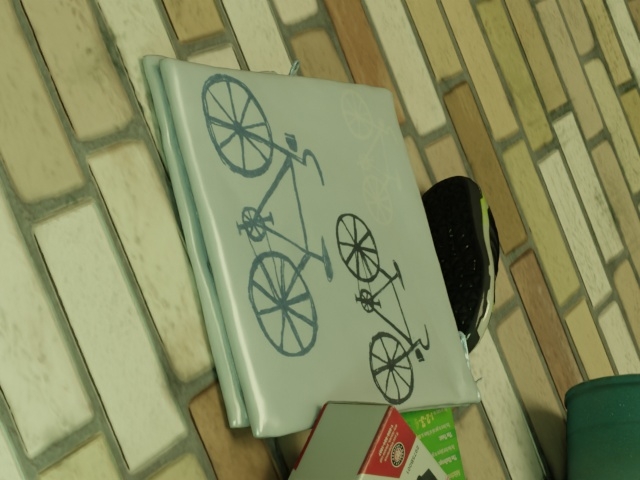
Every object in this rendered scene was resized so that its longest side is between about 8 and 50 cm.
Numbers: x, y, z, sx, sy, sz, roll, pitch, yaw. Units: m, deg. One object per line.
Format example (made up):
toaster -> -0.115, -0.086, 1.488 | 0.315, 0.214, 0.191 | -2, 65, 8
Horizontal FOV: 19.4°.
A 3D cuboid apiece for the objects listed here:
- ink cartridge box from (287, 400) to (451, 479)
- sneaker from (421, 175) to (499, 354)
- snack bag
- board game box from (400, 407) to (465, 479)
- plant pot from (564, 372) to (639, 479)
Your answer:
ink cartridge box -> 0.048, 0.229, 1.489 | 0.175, 0.072, 0.127 | 53, 50, -36
sneaker -> 0.149, 0.037, 1.834 | 0.097, 0.084, 0.235 | 50, 34, -37
snack bag -> 0.000, 0.000, 1.600 | 0.342, 0.037, 0.323 | -1, 72, -54
board game box -> 0.082, 0.176, 1.672 | 0.124, 0.039, 0.259 | 17, 55, -56
plant pot -> 0.374, 0.293, 1.912 | 0.271, 0.271, 0.255 | 32, 59, -50
